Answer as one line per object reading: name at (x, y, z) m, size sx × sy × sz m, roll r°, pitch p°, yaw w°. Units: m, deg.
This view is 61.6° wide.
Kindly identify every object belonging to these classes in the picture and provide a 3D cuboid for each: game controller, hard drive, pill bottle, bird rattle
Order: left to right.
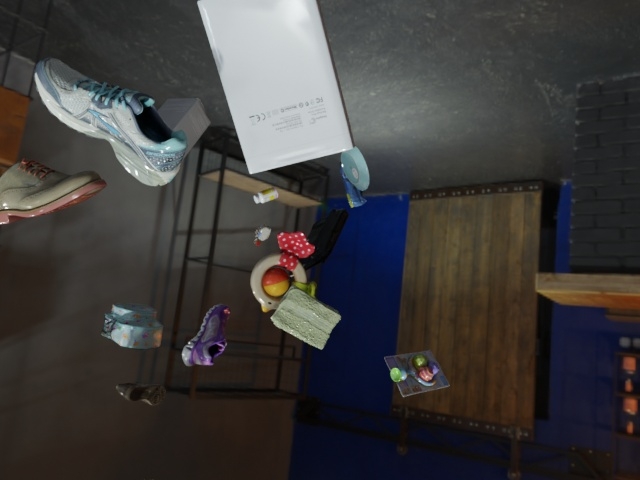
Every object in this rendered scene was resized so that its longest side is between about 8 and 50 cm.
pill bottle at (-0.200, -0.163, 1.964) m, size 0.083 × 0.043 × 0.043 m, roll -22°, pitch -179°, yaw -22°
hard drive at (-0.085, -0.332, 1.081) m, size 0.233 × 0.353 × 0.047 m, roll -11°, pitch -164°, yaw 17°
bird rattle at (-0.099, 0.102, 1.544) m, size 0.207 × 0.253 × 0.143 m, roll -20°, pitch -160°, yaw -18°
game controller at (0.000, 0.000, 1.822) m, size 0.067 × 0.319 × 0.166 m, roll 44°, pitch 124°, yaw -11°

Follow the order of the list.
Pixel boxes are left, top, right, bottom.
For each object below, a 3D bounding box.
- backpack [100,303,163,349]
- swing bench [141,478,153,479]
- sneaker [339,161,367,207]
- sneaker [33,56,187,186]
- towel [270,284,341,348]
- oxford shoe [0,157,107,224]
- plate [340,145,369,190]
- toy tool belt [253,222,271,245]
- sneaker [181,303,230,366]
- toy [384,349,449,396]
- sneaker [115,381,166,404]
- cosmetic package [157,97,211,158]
backpack at (-0.615, 0.287, 1.790) m, size 0.166 × 0.144 × 0.188 m, roll 12°, pitch -172°, yaw -46°
swing bench at (-0.542, 0.706, 1.326) m, size 0.253 × 0.254 × 0.165 m, roll -1°, pitch -143°, yaw -19°
sneaker at (0.136, -0.236, 2.196) m, size 0.082 × 0.209 × 0.069 m, roll -20°, pitch 161°, yaw 14°
sneaker at (-0.345, -0.227, 0.921) m, size 0.283 × 0.110 × 0.122 m, roll 38°, pitch 132°, yaw -15°
towel at (-0.035, 0.187, 1.298) m, size 0.148 × 0.110 × 0.027 m, roll 31°, pitch 170°, yaw -2°
oxford shoe at (-0.630, -0.121, 1.189) m, size 0.348 × 0.130 × 0.123 m, roll -10°, pitch -167°, yaw 22°
plate at (0.115, -0.263, 1.920) m, size 0.024 × 0.188 × 0.188 m, roll -24°, pitch 179°, yaw -19°
toy tool belt at (-0.225, -0.025, 2.046) m, size 0.052 × 0.083 × 0.051 m, roll 29°, pitch -168°, yaw -34°
sneaker at (-0.337, 0.307, 1.713) m, size 0.105 × 0.236 × 0.095 m, roll 7°, pitch 135°, yaw 22°
toy at (0.325, 0.415, 1.733) m, size 0.237 × 0.137 × 0.056 m, roll 0°, pitch 142°, yaw -38°
sneaker at (-0.556, 0.466, 1.674) m, size 0.071 × 0.066 × 0.188 m, roll 18°, pitch 166°, yaw 24°
cosmetic package at (-0.442, -0.313, 1.582) m, size 0.127 × 0.238 × 0.107 m, roll 8°, pitch 145°, yaw 26°
